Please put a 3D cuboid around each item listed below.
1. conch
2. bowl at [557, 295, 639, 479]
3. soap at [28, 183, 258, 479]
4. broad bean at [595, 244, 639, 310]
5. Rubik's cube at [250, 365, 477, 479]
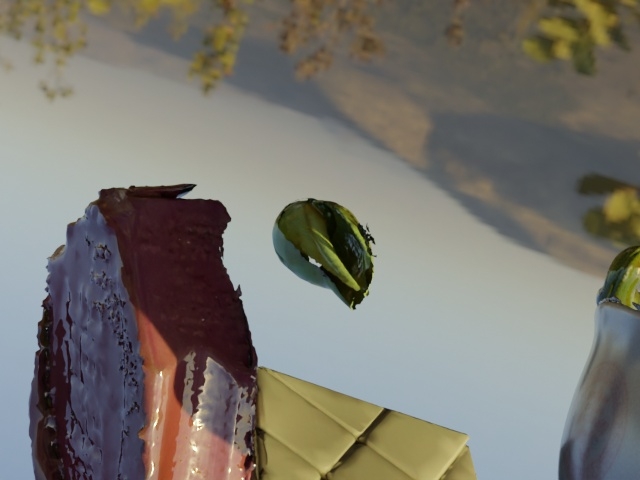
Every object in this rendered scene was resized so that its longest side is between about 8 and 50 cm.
[{"bbox_3d":[0.001,0.002,1.793,0.079,0.095,0.200,28,-179,-45],"label":"conch"},{"bbox_3d":[0.251,0.204,0.956,0.345,0.157,0.345,41,177,3],"label":"bowl"},{"bbox_3d":[-0.127,0.101,1.160,0.112,0.289,0.182,-1,-169,-38],"label":"soap"},{"bbox_3d":[0.318,0.074,1.638,0.048,0.070,0.214,43,165,29],"label":"broad bean"},{"bbox_3d":[-0.005,0.279,1.345,0.231,0.225,0.221,20,-151,-17],"label":"Rubik's cube"}]
